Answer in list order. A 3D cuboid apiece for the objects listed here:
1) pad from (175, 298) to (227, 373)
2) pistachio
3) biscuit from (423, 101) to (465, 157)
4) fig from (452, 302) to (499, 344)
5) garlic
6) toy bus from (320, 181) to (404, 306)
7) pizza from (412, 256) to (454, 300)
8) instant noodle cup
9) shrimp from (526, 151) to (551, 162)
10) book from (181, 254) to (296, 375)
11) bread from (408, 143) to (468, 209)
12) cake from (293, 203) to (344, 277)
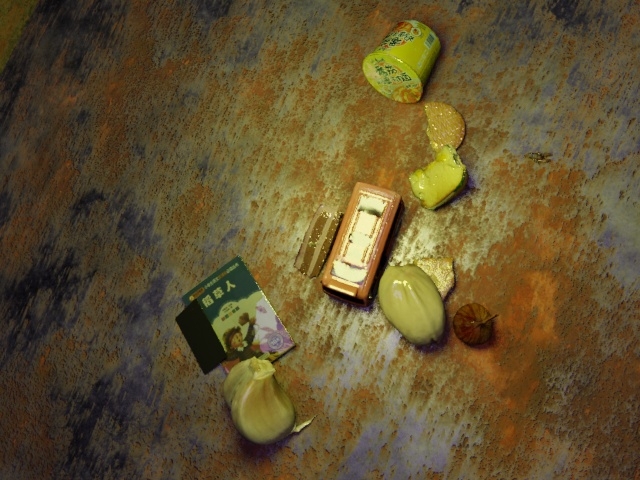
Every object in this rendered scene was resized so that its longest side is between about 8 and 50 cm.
[{"bbox_3d":[-0.473,0.379,1.822,0.159,0.009,0.265,-41,73,26],"label":"pad"},{"bbox_3d":[0.322,0.232,1.604,0.208,0.226,0.332,-32,95,-13],"label":"pistachio"},{"bbox_3d":[0.480,-0.434,1.771,0.144,0.033,0.224,-13,79,7],"label":"biscuit"},{"bbox_3d":[0.534,0.289,1.563,0.134,0.201,0.146,-18,84,-2],"label":"fig"},{"bbox_3d":[-0.216,0.593,1.684,0.246,0.231,0.340,-46,117,-17],"label":"garlic"},{"bbox_3d":[0.153,0.019,1.664,0.203,0.233,0.427,18,85,13],"label":"toy bus"},{"bbox_3d":[0.425,0.118,1.685,0.161,0.062,0.182,-46,70,9],"label":"pizza"},{"bbox_3d":[0.316,-0.683,1.742,0.264,0.264,0.200,29,80,14],"label":"instant noodle cup"},{"bbox_3d":[0.802,-0.303,1.686,0.092,0.029,0.038,0,80,8],"label":"shrimp"},{"bbox_3d":[-0.326,0.312,1.813,0.300,0.039,0.428,-37,76,6],"label":"book"},{"bbox_3d":[0.457,-0.234,1.697,0.133,0.251,0.174,-18,72,-36],"label":"bread"},{"bbox_3d":[0.000,0.000,1.785,0.116,0.113,0.295,29,101,16],"label":"cake"}]
